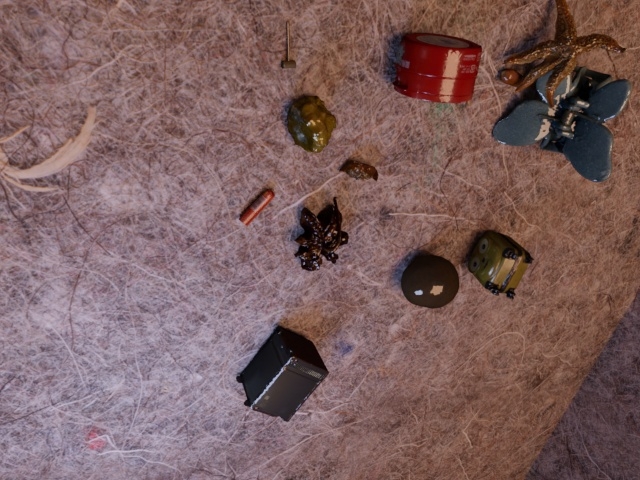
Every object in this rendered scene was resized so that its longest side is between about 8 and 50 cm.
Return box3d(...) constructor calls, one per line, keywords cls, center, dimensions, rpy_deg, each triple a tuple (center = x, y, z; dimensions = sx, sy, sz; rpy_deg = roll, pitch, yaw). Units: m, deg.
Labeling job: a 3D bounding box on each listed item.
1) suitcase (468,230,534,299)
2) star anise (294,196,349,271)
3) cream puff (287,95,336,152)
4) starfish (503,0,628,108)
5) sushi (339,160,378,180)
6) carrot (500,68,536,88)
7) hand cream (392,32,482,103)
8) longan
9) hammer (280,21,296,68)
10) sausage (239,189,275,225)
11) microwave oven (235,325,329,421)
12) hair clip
box3d(cls="suitcase", center=(0.665, 0.083, 2.013), dimensions=(0.143, 0.235, 0.193), rpy_deg=(13, 112, -16))
box3d(cls="star anise", center=(0.000, 0.000, 1.619), dimensions=(0.190, 0.126, 0.220), rpy_deg=(-26, 132, -11))
box3d(cls="cream puff", center=(-0.017, -0.311, 1.412), dimensions=(0.116, 0.146, 0.146), rpy_deg=(-40, 134, -27))
box3d(cls="starfish", center=(0.704, -0.572, 1.630), dimensions=(0.293, 0.301, 0.084), rpy_deg=(-43, 169, 15))
box3d(cls="sushi", center=(0.116, -0.208, 1.607), dimensions=(0.120, 0.052, 0.055), rpy_deg=(11, 97, -38))
box3d(cls="carrot", center=(0.662, -0.521, 1.753), dimensions=(0.216, 0.048, 0.048), rpy_deg=(2, 117, -38))
box3d(cls="hand cream", center=(0.317, -0.470, 1.451), dimensions=(0.230, 0.230, 0.149), rpy_deg=(-8, 123, -28))
box3d(cls="longan", center=(0.392, 0.147, 1.907), dimensions=(0.220, 0.196, 0.196), rpy_deg=(12, 112, -30))
box3d(cls="hammer", center=(-0.080, -0.486, 1.332), dimensions=(0.036, 0.019, 0.110), rpy_deg=(-13, 122, -25))
box3d(cls="sausage", center=(-0.175, -0.097, 1.507), dimensions=(0.129, 0.034, 0.034), rpy_deg=(-47, 131, 2))
box3d(cls="microwave oven", center=(-0.129, 0.437, 1.775), dimensions=(0.178, 0.188, 0.247), rpy_deg=(31, 103, -35))
box3d(cls="hair clip", center=(0.837, -0.417, 1.774), dimensions=(0.238, 0.392, 0.318), rpy_deg=(-21, 134, -53))
